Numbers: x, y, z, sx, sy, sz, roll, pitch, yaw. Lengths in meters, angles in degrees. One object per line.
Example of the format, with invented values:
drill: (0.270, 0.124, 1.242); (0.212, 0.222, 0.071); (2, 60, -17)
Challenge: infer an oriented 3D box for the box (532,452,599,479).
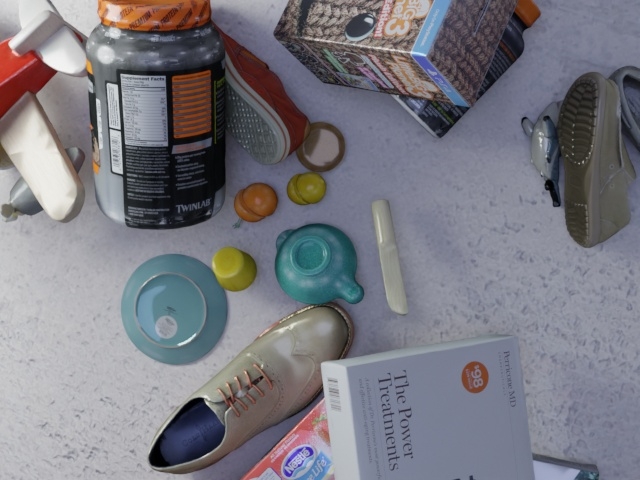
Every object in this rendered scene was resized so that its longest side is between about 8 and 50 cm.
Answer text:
box: (0.291, 0.489, 1.542); (0.232, 0.058, 0.322); (10, 94, 10)

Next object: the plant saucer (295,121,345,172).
plant saucer: (0.001, -0.151, 1.593); (0.083, 0.015, 0.083); (0, 92, 10)

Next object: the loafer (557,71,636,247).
loafer: (0.419, -0.123, 1.468); (0.092, 0.102, 0.269); (-12, 115, -17)

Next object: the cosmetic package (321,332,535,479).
cosmetic package: (0.168, 0.342, 1.420); (0.284, 0.097, 0.377); (-8, 90, -24)

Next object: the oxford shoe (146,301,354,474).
oxford shoe: (-0.109, 0.247, 1.558); (0.397, 0.146, 0.140); (-43, 82, 8)

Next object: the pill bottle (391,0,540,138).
pill bottle: (0.220, -0.284, 1.493); (0.130, 0.130, 0.246); (45, 98, 6)

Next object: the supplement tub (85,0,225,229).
supplement tub: (-0.246, -0.203, 1.487); (0.207, 0.207, 0.338); (8, 116, 10)

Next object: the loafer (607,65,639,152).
loafer: (0.540, -0.129, 1.450); (0.319, 0.111, 0.112); (45, 98, 6)

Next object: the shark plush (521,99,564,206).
shark plush: (0.366, -0.134, 1.513); (0.067, 0.073, 0.161); (-7, 85, -20)

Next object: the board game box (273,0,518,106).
board game box: (0.116, -0.344, 1.416); (0.291, 0.141, 0.232); (17, 78, 40)

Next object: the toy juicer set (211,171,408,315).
toy juicer set: (0.000, 0.000, 1.573); (0.329, 0.089, 0.209); (9, 75, 13)

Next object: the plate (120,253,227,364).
plate: (-0.249, 0.116, 1.642); (0.188, 0.024, 0.188); (0, 92, 9)

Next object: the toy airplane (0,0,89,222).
toy airplane: (-0.525, -0.218, 1.575); (0.384, 0.272, 0.386); (8, 65, 5)

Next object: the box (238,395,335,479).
box: (-0.015, 0.371, 1.548); (0.154, 0.142, 0.300); (44, 98, 5)

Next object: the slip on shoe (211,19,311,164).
slip on shoe: (-0.138, -0.261, 1.579); (0.331, 0.101, 0.123); (50, 137, 16)
